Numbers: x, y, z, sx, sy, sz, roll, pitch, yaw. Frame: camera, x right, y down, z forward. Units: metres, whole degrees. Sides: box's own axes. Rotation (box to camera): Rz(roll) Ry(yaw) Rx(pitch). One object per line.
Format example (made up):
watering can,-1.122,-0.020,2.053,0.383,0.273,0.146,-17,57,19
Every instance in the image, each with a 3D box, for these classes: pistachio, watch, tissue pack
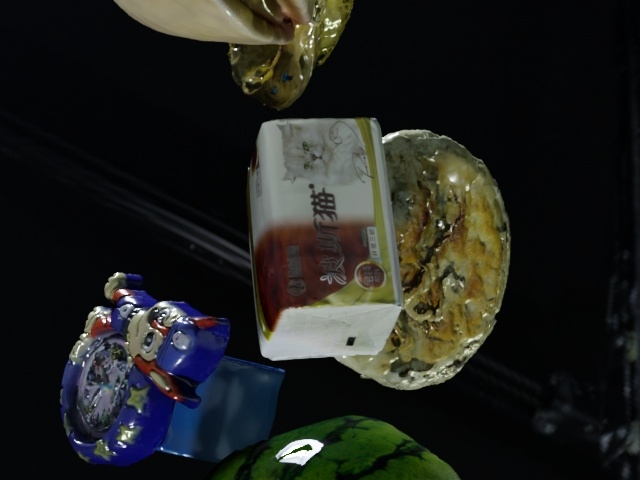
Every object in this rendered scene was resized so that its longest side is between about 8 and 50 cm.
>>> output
pistachio,-0.075,-0.231,0.863,0.214,0.193,0.318,51,-170,-19
watch,-0.126,0.142,1.123,0.196,0.171,0.200,20,179,45
tissue pack,-0.001,0.000,0.867,0.099,0.106,0.149,-2,-116,-9

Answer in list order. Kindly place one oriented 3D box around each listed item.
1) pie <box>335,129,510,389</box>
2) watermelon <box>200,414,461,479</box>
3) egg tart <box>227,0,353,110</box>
pie,0.114,0.028,1.464,0.339,0.077,0.339,-5,-80,-32
watermelon,-0.023,0.312,0.922,0.189,0.331,0.331,-1,-125,-40
egg tart,-0.029,-0.283,1.333,0.107,0.291,0.291,-3,-123,-23
